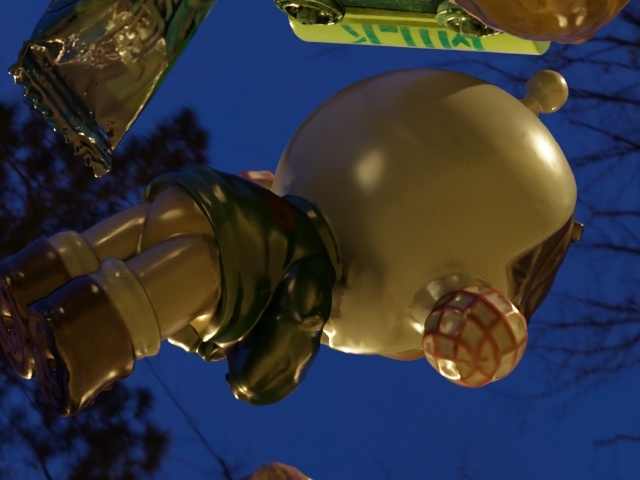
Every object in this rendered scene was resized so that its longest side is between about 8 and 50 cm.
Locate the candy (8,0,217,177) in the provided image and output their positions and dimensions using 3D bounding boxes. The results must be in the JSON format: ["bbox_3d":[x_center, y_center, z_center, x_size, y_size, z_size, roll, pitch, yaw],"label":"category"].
[{"bbox_3d":[-0.139,-0.229,1.225,0.331,0.077,0.187,-57,-29,-11],"label":"candy"}]

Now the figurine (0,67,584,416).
[{"bbox_3d":[0.000,0.000,0.844,0.370,0.281,0.167,-18,-62,-28],"label":"figurine"}]

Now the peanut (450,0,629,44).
[{"bbox_3d":[0.112,-0.213,0.876,0.147,0.147,0.305,-48,-41,-4],"label":"peanut"}]

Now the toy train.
[{"bbox_3d":[0.078,-0.200,1.186,0.157,0.253,0.105,38,-119,-66],"label":"toy train"}]

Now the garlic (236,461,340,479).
[{"bbox_3d":[-0.033,0.258,1.201,0.245,0.245,0.160,-4,-89,-25],"label":"garlic"}]
